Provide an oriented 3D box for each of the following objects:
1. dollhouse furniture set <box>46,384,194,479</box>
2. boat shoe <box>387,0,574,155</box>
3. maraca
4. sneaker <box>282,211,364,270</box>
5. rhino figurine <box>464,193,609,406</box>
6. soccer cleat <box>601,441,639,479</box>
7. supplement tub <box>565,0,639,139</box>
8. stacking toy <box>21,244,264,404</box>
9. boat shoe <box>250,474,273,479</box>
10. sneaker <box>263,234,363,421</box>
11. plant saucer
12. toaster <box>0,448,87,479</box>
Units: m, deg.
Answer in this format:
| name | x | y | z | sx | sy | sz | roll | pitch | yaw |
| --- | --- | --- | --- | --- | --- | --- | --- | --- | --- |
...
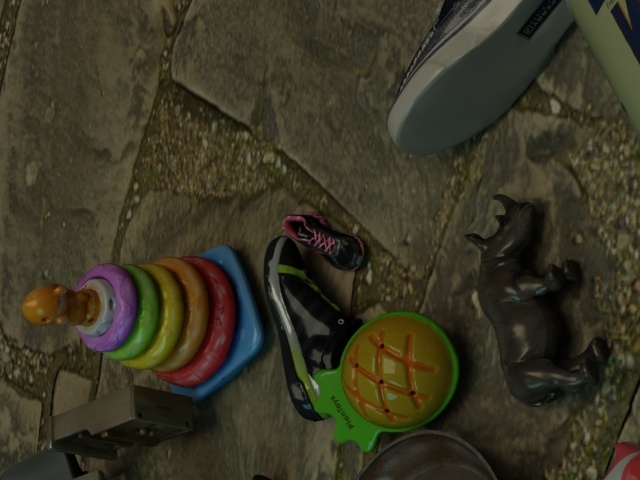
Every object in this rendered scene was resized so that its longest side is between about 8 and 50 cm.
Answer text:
| name | x | y | z | sx | sy | sz | roll | pitch | yaw |
| --- | --- | --- | --- | --- | --- | --- | --- | --- | --- |
| dollhouse furniture set | -0.237 | 0.317 | 1.857 | 0.161 | 0.212 | 0.242 | -24 | 61 | 37 |
| boat shoe | 0.176 | -0.256 | 1.651 | 0.340 | 0.127 | 0.158 | -46 | 48 | 18 |
| maraca | 0.071 | 0.153 | 1.672 | 0.185 | 0.099 | 0.127 | -39 | 78 | 27 |
| sneaker | 0.000 | 0.000 | 1.800 | 0.119 | 0.057 | 0.047 | 30 | 101 | 41 |
| rhino figurine | 0.212 | 0.057 | 1.582 | 0.106 | 0.073 | 0.243 | -32 | 61 | 32 |
| soccer cleat | 0.262 | 0.310 | 1.484 | 0.248 | 0.083 | 0.095 | -59 | 32 | 10 |
| supplement tub | 0.359 | -0.206 | 1.379 | 0.235 | 0.235 | 0.325 | -41 | 58 | 31 |
| stacking toy | -0.232 | 0.087 | 1.831 | 0.175 | 0.302 | 0.166 | -41 | 57 | 31 |
| boat shoe | -0.045 | 0.352 | 1.774 | 0.060 | 0.064 | 0.178 | -47 | 57 | 24 |
| sneaker | 0.003 | 0.098 | 1.783 | 0.097 | 0.084 | 0.235 | -19 | 69 | 14 |
| plant saucer | 0.108 | 0.354 | 1.602 | 0.310 | 0.050 | 0.311 | -29 | 53 | 47 |
| toaster | -0.324 | 0.377 | 1.949 | 0.110 | 0.168 | 0.186 | -20 | 56 | -10 |
